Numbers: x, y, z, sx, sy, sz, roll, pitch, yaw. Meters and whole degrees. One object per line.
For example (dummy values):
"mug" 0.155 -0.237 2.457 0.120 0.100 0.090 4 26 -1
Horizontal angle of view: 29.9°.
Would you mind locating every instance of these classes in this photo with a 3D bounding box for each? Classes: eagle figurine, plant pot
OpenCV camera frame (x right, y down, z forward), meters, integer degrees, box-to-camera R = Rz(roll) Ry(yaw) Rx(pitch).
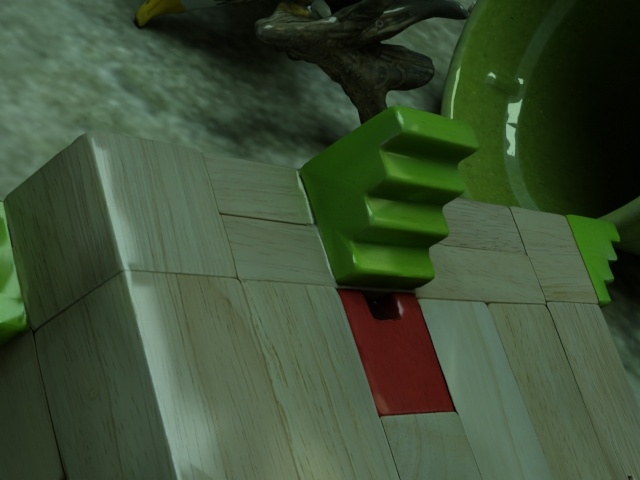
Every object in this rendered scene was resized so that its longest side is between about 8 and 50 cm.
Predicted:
"eagle figurine" -0.036 -0.218 0.794 0.225 0.226 0.298 -9 56 -19
"plant pot" 0.269 -0.084 0.836 0.254 0.276 0.276 24 35 -32

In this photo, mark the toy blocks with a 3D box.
"toy blocks" 0.026 0.113 0.453 0.381 0.191 0.260 6 60 -49

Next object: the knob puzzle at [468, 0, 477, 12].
"knob puzzle" 0.245 -0.149 1.064 0.213 0.030 0.213 22 37 -17
